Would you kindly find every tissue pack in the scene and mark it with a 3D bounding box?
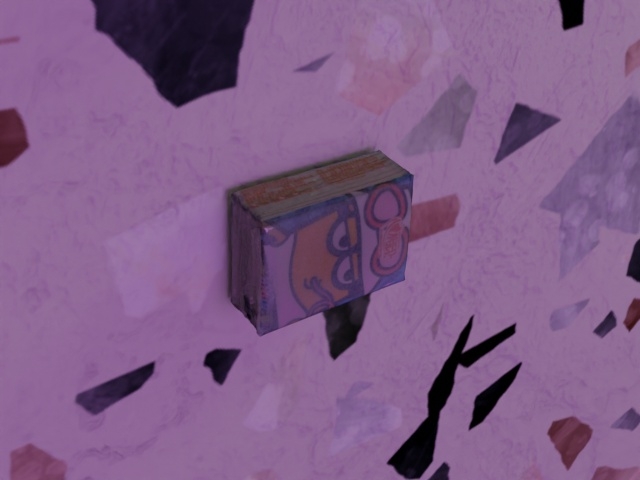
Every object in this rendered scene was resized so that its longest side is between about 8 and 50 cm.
[{"bbox_3d":[0.000,0.000,1.090,0.155,0.065,0.115,-19,130,-30],"label":"tissue pack"}]
